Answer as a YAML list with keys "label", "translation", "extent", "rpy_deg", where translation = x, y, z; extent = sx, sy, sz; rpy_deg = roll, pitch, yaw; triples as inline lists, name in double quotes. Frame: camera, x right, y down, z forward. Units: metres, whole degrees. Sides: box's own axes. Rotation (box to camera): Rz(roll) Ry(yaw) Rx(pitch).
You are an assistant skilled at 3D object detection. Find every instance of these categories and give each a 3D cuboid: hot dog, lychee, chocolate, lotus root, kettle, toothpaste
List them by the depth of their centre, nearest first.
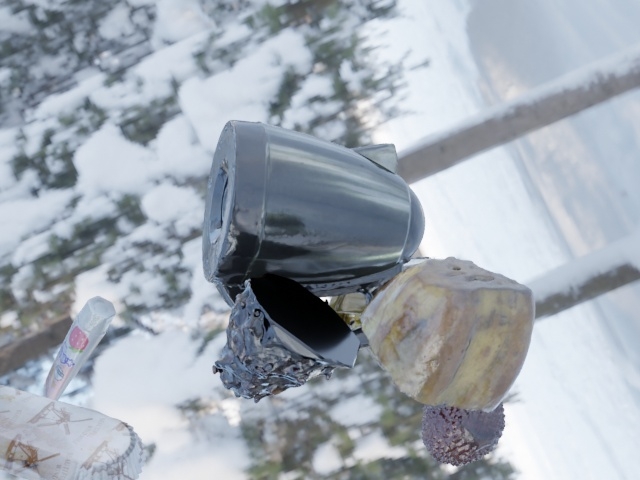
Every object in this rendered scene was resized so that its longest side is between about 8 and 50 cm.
- label: "lotus root"
  translation: [0.115, 0.087, 1.004]
  extent: [0.159, 0.135, 0.095]
  rpy_deg: [27, -151, 5]
- label: "hot dog"
  translation: [-0.253, 0.187, 1.006]
  extent: [0.108, 0.191, 0.059]
  rpy_deg: [-48, -30, -58]
- label: "chocolate"
  translation: [-0.054, 0.128, 1.228]
  extent: [0.156, 0.133, 0.156]
  rpy_deg: [32, -159, -14]
- label: "kettle"
  translation: [0.004, -0.016, 1.350]
  extent: [0.207, 0.271, 0.250]
  rpy_deg: [114, 157, -48]
- label: "toothpaste"
  translation: [-0.326, 0.151, 1.428]
  extent: [0.043, 0.194, 0.067]
  rpy_deg: [20, -147, -26]
- label: "lychee"
  translation: [0.199, 0.261, 1.562]
  extent: [0.123, 0.129, 0.123]
  rpy_deg: [41, -162, -16]

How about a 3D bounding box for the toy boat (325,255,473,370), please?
- label: "toy boat"
  translation: [0.153, 0.108, 1.637]
  extent: [0.445, 0.136, 0.162]
  rpy_deg: [-2, -86, -64]
